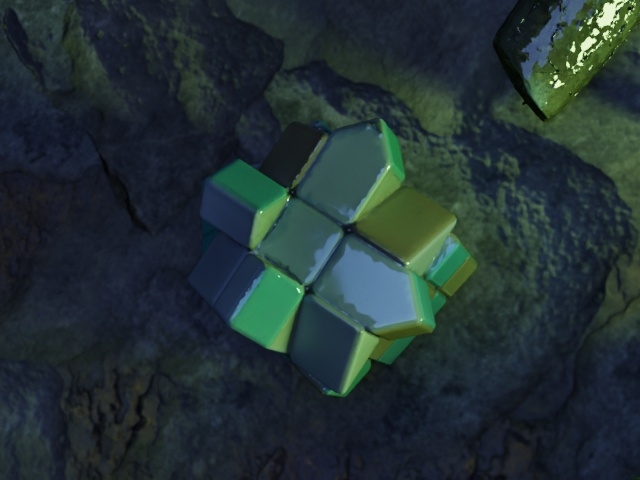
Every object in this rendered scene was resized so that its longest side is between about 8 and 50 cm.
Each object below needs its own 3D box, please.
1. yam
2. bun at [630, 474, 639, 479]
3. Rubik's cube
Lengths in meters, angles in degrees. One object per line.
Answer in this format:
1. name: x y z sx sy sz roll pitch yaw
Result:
1. yam: 0.233 -0.205 0.980 0.107 0.107 0.183 40 93 17
2. bun: 0.310 0.272 0.865 0.195 0.118 0.195 -1 86 11
3. Rubik's cube: 0.000 0.000 0.943 0.265 0.213 0.224 41 93 20
